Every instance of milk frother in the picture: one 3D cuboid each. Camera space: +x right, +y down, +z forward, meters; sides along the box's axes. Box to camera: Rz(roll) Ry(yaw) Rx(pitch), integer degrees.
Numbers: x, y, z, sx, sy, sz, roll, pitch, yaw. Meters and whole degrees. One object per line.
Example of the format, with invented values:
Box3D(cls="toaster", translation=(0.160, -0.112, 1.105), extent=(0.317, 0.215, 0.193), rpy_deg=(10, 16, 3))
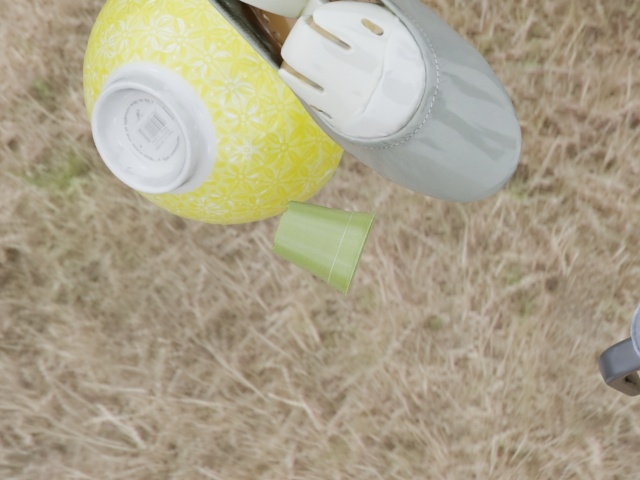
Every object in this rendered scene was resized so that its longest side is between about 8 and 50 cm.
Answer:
Box3D(cls="milk frother", translation=(0.334, 0.129, 1.176), extent=(0.129, 0.135, 0.143), rpy_deg=(-42, 59, 10))

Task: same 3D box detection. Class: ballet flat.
Box3D(cls="ballet flat", translation=(-0.007, -0.091, 0.551), extent=(0.213, 0.068, 0.072), rpy_deg=(48, 118, 21))

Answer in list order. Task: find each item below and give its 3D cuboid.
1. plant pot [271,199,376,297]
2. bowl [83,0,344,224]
Box3D(cls="plant pot", translation=(0.000, 0.000, 1.204), extent=(0.079, 0.083, 0.083), rpy_deg=(19, 80, 4))
Box3D(cls="bowl", translation=(-0.131, -0.128, 1.298), extent=(0.289, 0.156, 0.289), rpy_deg=(15, 123, 24))
